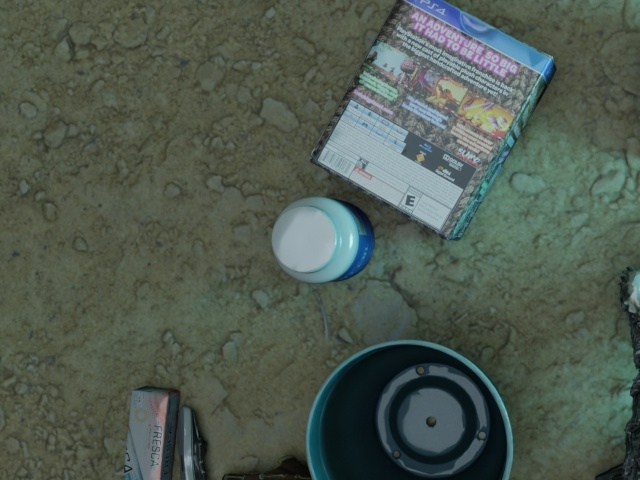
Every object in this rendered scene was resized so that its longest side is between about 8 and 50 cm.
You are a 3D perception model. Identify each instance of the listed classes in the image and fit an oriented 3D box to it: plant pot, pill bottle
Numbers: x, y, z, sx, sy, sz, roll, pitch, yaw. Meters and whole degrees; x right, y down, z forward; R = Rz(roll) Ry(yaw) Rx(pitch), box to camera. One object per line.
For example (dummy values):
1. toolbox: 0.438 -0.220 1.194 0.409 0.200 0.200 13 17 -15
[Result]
1. plant pot: 0.141 0.266 1.809 0.272 0.255 0.271 0 89 13
2. pill bottle: 0.000 0.000 1.859 0.124 0.221 0.124 0 90 13

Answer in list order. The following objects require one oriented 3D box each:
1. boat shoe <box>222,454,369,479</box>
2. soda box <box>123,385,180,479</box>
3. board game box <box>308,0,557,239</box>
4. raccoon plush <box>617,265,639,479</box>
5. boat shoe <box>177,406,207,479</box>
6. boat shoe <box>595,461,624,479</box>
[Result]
1. boat shoe: -0.044 0.359 1.921 0.257 0.095 0.095 -13 61 23
2. soda box: -0.260 0.317 2.001 0.063 0.058 0.183 6 90 13
3. board game box: 0.162 -0.179 1.864 0.232 0.141 0.291 31 96 11
4. raccoon plush: 0.413 0.236 1.728 0.446 0.216 0.299 -38 55 2
5. boat shoe: -0.193 0.324 1.996 0.040 0.049 0.142 -2 87 -20
6. boat shoe: 0.484 0.300 1.820 0.223 0.080 0.073 -38 87 15
